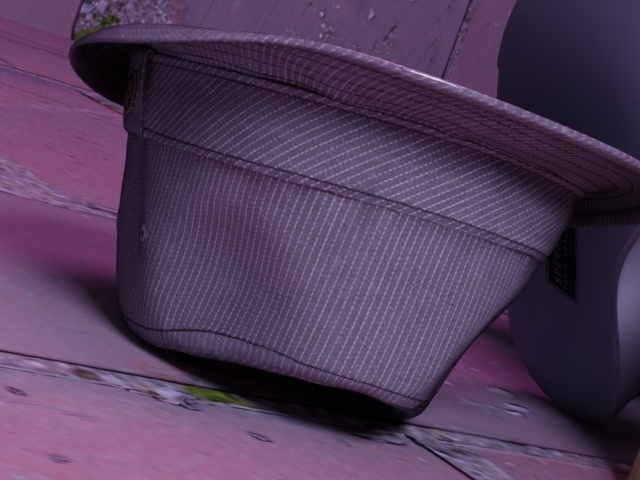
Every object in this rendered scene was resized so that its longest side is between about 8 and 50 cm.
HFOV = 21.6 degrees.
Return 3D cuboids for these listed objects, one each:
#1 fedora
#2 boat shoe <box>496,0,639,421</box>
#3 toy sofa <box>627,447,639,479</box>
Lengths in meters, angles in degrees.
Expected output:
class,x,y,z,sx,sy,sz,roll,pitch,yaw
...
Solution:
class,x,y,z,sx,sy,sz,roll,pitch,yaw
fedora,0.000,0.000,0.708,0.244,0.124,0.275,18,-2,-30
boat shoe,0.157,-0.035,0.791,0.105,0.306,0.113,-34,51,-23
toy sofa,0.333,0.094,0.710,0.362,0.177,0.150,19,7,-14
